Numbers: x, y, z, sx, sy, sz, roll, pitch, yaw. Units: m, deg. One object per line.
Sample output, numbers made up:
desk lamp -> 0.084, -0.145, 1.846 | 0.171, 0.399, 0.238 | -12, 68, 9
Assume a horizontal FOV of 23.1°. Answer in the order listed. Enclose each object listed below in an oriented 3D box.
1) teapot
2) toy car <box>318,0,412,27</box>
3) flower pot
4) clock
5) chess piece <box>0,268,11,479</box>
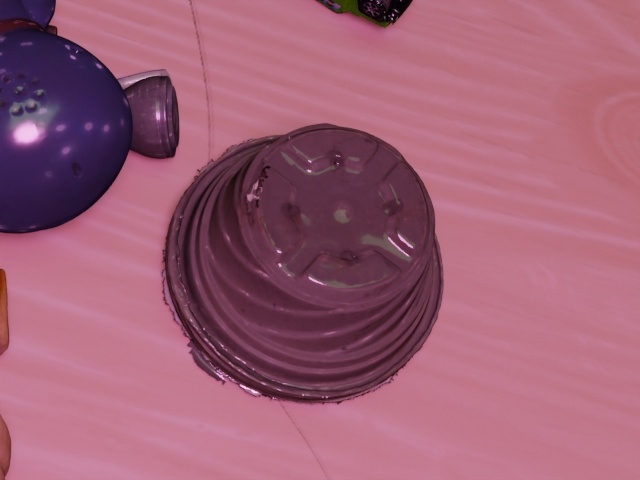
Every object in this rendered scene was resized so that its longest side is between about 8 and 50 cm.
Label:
teapot -> -0.143, -0.105, 1.248 | 0.057, 0.066, 0.088 | -3, 45, 1
toy car -> 0.006, -0.243, 1.342 | 0.165, 0.062, 0.071 | 32, 64, -1
flower pot -> 0.000, 0.000, 1.198 | 0.235, 0.140, 0.235 | 5, 66, -12
clock -> -0.252, -0.114, 1.173 | 0.199, 0.146, 0.243 | -36, 75, -21
chess piece -> -0.279, 0.136, 1.084 | 0.137, 0.137, 0.301 | -2, 58, -17
